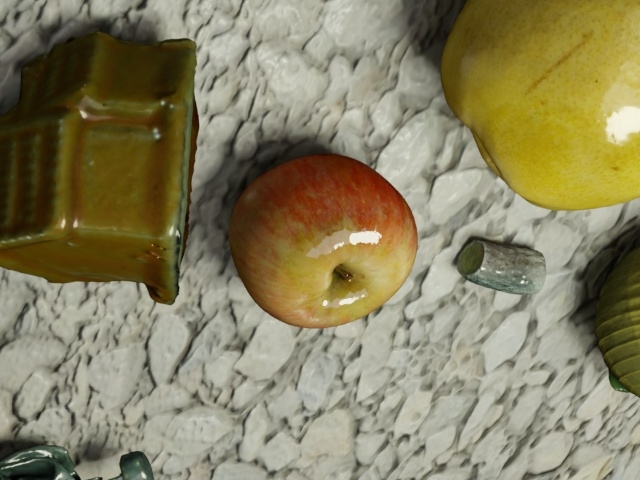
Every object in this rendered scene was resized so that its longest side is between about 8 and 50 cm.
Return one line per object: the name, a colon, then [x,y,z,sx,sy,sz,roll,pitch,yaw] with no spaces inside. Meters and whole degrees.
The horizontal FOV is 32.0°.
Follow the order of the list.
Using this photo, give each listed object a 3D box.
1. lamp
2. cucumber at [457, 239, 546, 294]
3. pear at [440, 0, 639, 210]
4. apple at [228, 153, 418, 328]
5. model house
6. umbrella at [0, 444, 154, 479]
lamp: [0.474,0.084,1.450,0.250,0.284,0.250,-5,160,-2]
cucumber: [0.230,0.035,1.420,0.112,0.064,0.064,12,112,-22]
pear: [0.290,-0.182,1.197,0.314,0.314,0.314,-8,119,-16]
apple: [0.000,0.000,1.257,0.209,0.164,0.209,-11,131,-13]
model house: [-0.248,-0.076,1.147,0.239,0.173,0.268,4,84,-8]
umbrella: [-0.369,0.318,1.327,0.349,0.094,0.143,-19,140,-3]
